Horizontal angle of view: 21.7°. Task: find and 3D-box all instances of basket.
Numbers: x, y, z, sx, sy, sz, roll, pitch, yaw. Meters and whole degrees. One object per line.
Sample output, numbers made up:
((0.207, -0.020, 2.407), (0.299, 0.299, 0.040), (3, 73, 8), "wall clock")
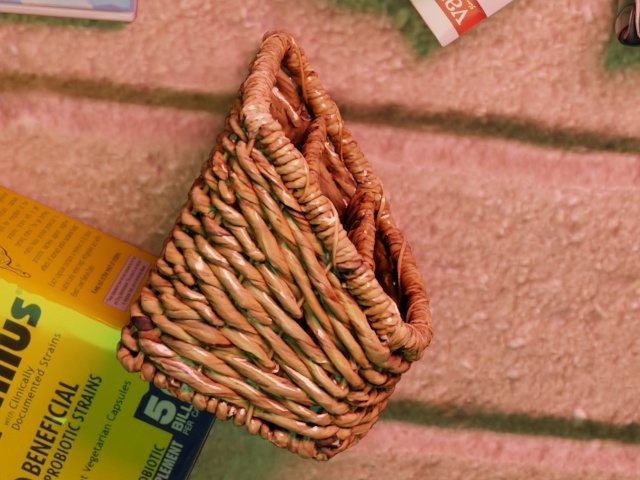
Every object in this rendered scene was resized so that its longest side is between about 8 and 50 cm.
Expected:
((0.000, 0.000, 1.256), (0.213, 0.299, 0.223), (27, 105, -5), "basket")

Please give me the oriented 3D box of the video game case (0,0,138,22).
((-0.248, -0.278, 1.334), (0.212, 0.023, 0.193), (4, 106, 1), "video game case")

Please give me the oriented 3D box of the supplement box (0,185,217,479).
((-0.256, 0.087, 1.346), (0.357, 0.195, 0.194), (24, 105, -4), "supplement box")

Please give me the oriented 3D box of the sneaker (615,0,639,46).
((0.322, -0.150, 1.304), (0.163, 0.086, 0.226), (-22, 94, -3), "sneaker")

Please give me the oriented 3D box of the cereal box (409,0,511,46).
((0.145, -0.287, 1.301), (0.240, 0.047, 0.173), (-35, 100, 11), "cereal box")
